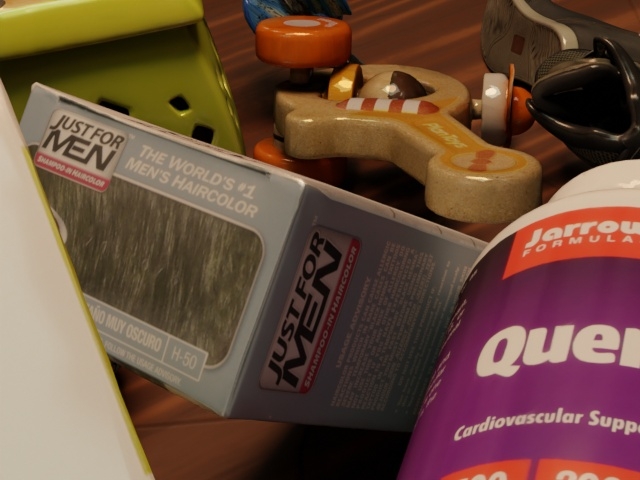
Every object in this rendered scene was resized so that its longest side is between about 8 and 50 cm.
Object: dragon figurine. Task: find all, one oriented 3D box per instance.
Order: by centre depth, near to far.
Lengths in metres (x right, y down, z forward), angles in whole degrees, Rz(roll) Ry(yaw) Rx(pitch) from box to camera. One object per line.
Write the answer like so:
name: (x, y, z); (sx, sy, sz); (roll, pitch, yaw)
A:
dragon figurine: (-0.025, -0.222, 1.185); (0.085, 0.289, 0.144); (-41, 10, 11)

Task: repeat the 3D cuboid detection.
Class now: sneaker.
sneaker: (0.205, -0.115, 0.965); (0.087, 0.130, 0.227); (-39, 30, 14)
sneaker: (0.239, -0.188, 1.232); (0.118, 0.083, 0.222); (4, 25, -17)

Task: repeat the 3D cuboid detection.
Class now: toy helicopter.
toy helicopter: (0.091, -0.084, 1.011); (0.234, 0.140, 0.355); (-4, 21, -17)

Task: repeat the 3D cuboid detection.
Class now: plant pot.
plant pot: (-0.199, -0.160, 1.144); (0.228, 0.207, 0.227); (-12, 36, -4)

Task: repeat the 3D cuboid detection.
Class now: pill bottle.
pill bottle: (0.132, 0.099, 0.571); (0.181, 0.182, 0.323); (5, 37, 17)

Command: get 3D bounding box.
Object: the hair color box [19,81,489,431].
hair color box: (0.008, 0.028, 0.735); (0.185, 0.114, 0.374); (21, 2, 35)

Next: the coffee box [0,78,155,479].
coffee box: (-0.205, 0.200, 0.435); (0.337, 0.338, 0.334); (-19, 64, -15)

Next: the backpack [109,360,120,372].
backpack: (-0.205, 0.061, 0.908); (0.158, 0.117, 0.173); (-26, 38, -25)
